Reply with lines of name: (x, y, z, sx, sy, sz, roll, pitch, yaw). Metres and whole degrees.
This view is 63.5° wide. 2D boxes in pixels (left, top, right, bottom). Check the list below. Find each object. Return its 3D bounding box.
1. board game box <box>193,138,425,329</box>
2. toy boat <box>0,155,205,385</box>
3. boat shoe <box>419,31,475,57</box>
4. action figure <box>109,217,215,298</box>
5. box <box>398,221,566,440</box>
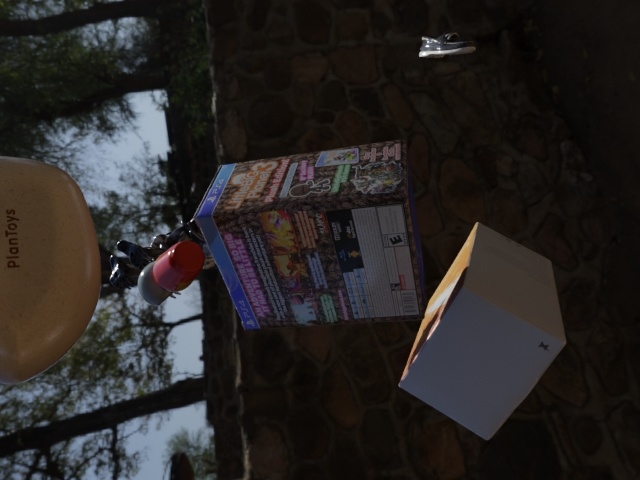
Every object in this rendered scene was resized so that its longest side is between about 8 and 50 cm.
board game box: (0.000, 0.000, 0.782, 0.141, 0.290, 0.232, -79, -21, -50)
toy boat: (-0.309, 0.039, 0.640, 0.148, 0.317, 0.268, -33, 59, 50)
boat shoe: (0.208, -0.324, 0.851, 0.125, 0.046, 0.038, -145, 53, -63)
action figure: (-0.310, 0.040, 1.101, 0.141, 0.164, 0.275, 48, -155, 9)
box: (0.291, 0.138, 0.928, 0.215, 0.168, 0.345, -65, -10, 25)
